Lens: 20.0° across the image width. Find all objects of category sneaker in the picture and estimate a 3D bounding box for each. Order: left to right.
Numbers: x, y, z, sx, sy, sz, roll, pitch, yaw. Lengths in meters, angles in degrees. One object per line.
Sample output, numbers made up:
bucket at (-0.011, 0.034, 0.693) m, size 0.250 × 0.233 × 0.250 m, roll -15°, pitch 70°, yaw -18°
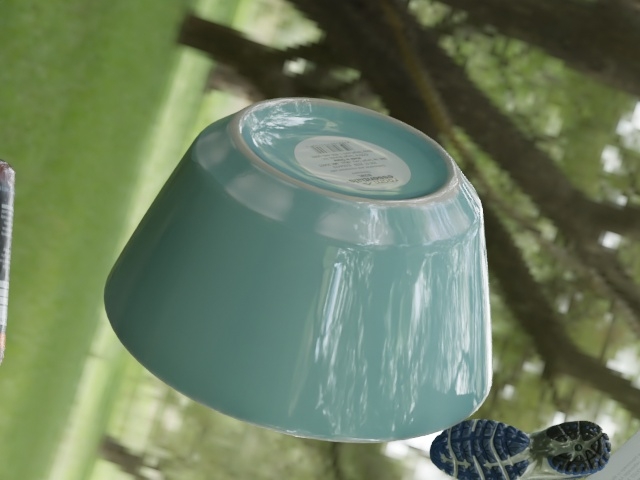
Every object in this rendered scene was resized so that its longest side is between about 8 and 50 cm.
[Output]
sneaker at (0.150, 0.168, 1.371) m, size 0.058 × 0.135 × 0.052 m, roll 86°, pitch 6°, yaw -67°

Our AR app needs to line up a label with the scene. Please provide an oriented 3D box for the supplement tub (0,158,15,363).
supplement tub at (-0.286, 0.036, 1.353) m, size 0.106 × 0.106 × 0.198 m, roll 138°, pitch -44°, yaw -83°

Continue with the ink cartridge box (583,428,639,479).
ink cartridge box at (0.322, 0.303, 1.347) m, size 0.207 × 0.353 × 0.119 m, roll -37°, pitch 132°, yaw -26°

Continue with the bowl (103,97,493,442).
bowl at (0.000, 0.000, 1.380) m, size 0.311 × 0.311 × 0.163 m, roll -80°, pitch -177°, yaw -64°
